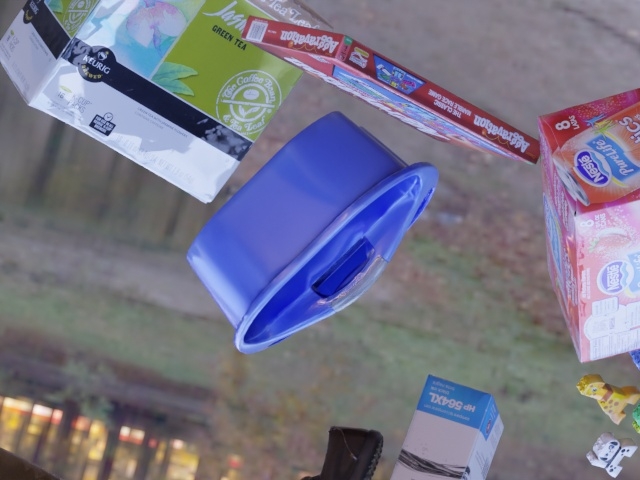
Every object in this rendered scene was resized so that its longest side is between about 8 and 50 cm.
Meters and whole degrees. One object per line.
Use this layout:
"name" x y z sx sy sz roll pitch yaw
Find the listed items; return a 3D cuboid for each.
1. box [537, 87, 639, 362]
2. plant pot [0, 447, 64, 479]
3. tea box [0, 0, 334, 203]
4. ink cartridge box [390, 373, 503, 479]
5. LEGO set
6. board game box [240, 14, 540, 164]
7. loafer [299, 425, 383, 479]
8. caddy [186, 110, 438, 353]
"box" 0.278 -0.011 1.458 0.128 0.123 0.257 -15 145 1
"plant pot" -0.357 0.284 1.449 0.284 0.191 0.284 25 177 1
"tea box" -0.224 -0.288 2.273 0.329 0.323 0.220 28 -168 -34
"ink cartridge box" 0.138 0.279 1.856 0.086 0.203 0.148 18 163 17
"LEGO set" 0.413 0.203 2.167 0.093 0.227 0.087 19 -156 -28
"board game box" 0.071 -0.140 1.503 0.281 0.027 0.145 23 179 -40
"loafer" 0.003 0.323 1.937 0.078 0.220 0.080 21 160 14
"caddy" 0.000 0.000 2.021 0.179 0.341 0.241 48 -171 17
